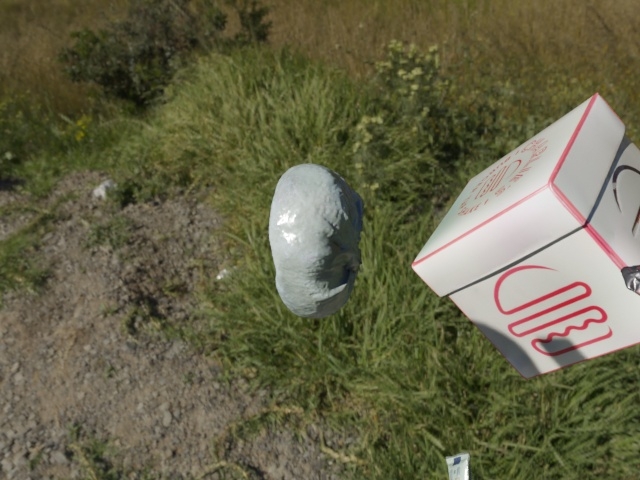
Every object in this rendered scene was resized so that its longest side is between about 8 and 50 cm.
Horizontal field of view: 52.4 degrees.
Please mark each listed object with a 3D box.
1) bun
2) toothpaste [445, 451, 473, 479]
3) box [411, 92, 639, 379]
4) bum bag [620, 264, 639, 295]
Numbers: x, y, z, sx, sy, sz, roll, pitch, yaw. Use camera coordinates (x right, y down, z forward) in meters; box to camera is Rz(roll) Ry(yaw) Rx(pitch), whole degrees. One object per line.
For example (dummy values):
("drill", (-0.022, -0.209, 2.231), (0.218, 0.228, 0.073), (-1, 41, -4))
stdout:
("bun", (0.000, 0.000, 0.336), (0.045, 0.083, 0.083), (0, 43, 10))
("toothpaste", (0.251, 0.507, 1.120), (0.047, 0.069, 0.268), (-6, 64, 7))
("box", (0.405, 0.002, 1.105), (0.312, 0.300, 0.314), (-37, 9, 48))
("bum bag", (0.463, 0.043, 0.858), (0.124, 0.034, 0.058), (-20, 56, 4))
